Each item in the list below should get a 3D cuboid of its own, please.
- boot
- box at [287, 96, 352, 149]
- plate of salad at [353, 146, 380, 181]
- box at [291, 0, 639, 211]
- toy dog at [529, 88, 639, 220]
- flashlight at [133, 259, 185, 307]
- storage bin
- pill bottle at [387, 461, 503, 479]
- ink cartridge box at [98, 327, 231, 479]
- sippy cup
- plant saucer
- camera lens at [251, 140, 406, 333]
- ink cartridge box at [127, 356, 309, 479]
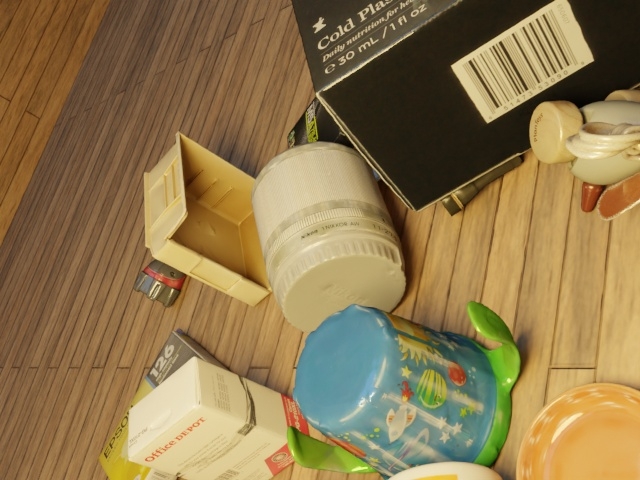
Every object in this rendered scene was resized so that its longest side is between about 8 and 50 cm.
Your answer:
[{"bbox_3d":[0.231,-0.135,1.236,0.137,0.077,0.198,-34,42,10],"label":"boot"},{"bbox_3d":[-0.002,-0.208,1.531,0.184,0.045,0.190,-51,32,39],"label":"box"},{"bbox_3d":[0.103,-0.185,1.396,0.200,0.048,0.199,-47,27,33],"label":"plate of salad"},{"bbox_3d":[0.225,-0.385,1.165,0.480,0.297,0.471,-31,41,17],"label":"box"},{"bbox_3d":[0.384,-0.084,0.919,0.220,0.160,0.333,-3,19,6],"label":"toy dog"},{"bbox_3d":[-0.311,-0.001,1.724,0.103,0.103,0.304,22,83,55],"label":"flashlight"},{"bbox_3d":[-0.203,-0.036,1.489,0.123,0.262,0.260,-41,39,23],"label":"storage bin"},{"bbox_3d":[0.152,0.403,0.844,0.152,0.152,0.272,-32,43,31],"label":"pill bottle"},{"bbox_3d":[-0.327,0.339,1.509,0.307,0.072,0.303,22,81,55],"label":"ink cartridge box"},{"bbox_3d":[0.094,0.199,1.002,0.240,0.224,0.305,23,82,53],"label":"sippy cup"},{"bbox_3d":[0.317,0.261,0.855,0.200,0.037,0.199,-29,45,33],"label":"plant saucer"},{"bbox_3d":[0.009,-0.011,1.252,0.219,0.219,0.274,-39,44,24],"label":"camera lens"},{"bbox_3d":[-0.161,0.303,1.210,0.172,0.237,0.100,-40,39,22],"label":"ink cartridge box"}]
